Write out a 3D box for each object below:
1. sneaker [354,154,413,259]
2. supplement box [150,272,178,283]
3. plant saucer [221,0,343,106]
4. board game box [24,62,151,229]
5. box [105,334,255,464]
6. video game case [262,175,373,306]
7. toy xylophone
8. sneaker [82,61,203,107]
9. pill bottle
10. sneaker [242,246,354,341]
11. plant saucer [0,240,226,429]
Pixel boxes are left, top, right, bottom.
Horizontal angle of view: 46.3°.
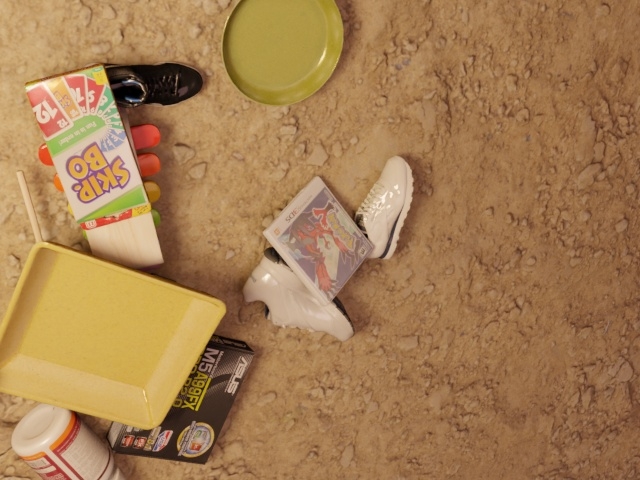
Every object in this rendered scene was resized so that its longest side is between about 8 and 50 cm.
[{"bbox_3d":[0.129,-0.070,1.615,0.094,0.090,0.235,7,104,-23],"label":"sneaker"},{"bbox_3d":[-0.302,0.120,1.424,0.056,0.083,0.083,24,96,-35],"label":"supplement box"},{"bbox_3d":[-0.073,-0.367,1.379,0.240,0.037,0.241,-13,126,-19],"label":"plant saucer"},{"bbox_3d":[-0.368,-0.142,1.205,0.124,0.039,0.260,-17,118,-7],"label":"board game box"},{"bbox_3d":[-0.284,0.315,1.528,0.216,0.060,0.270,21,97,-34],"label":"box"},{"bbox_3d":[0.000,0.000,1.525,0.201,0.023,0.183,52,56,-17],"label":"video game case"},{"bbox_3d":[-0.387,-0.067,1.296,0.236,0.081,0.323,-6,115,-14],"label":"toy xylophone"},{"bbox_3d":[-0.286,-0.255,1.263,0.216,0.121,0.079,-7,113,-29],"label":"sneaker"},{"bbox_3d":[-0.469,0.414,1.417,0.121,0.121,0.221,-37,124,-14],"label":"pill bottle"},{"bbox_3d":[-0.045,0.135,1.591,0.129,0.111,0.297,-47,119,7],"label":"sneaker"},{"bbox_3d":[-0.382,0.161,1.321,0.332,0.081,0.333,21,117,-21],"label":"plant saucer"}]
